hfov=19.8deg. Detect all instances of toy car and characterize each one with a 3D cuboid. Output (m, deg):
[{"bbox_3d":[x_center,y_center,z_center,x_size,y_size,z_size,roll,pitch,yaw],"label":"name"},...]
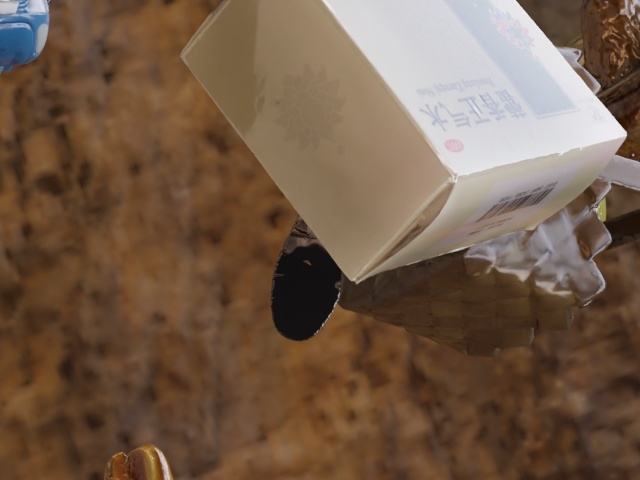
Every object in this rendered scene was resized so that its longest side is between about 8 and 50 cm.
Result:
[{"bbox_3d":[-0.430,-0.220,2.067,0.314,0.198,0.166,0,-83,51],"label":"toy car"}]

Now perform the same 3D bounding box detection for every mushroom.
[{"bbox_3d":[0.381,-0.201,2.165,0.263,0.195,0.283,3,-104,60],"label":"mushroom"}]

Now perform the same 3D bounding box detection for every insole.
[{"bbox_3d":[0.000,0.000,1.914,0.003,0.080,0.232,-123,-132,-64],"label":"insole"}]

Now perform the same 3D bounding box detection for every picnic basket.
[{"bbox_3d":[0.185,-0.037,1.781,0.254,0.321,0.291,-23,-119,49],"label":"picnic basket"}]

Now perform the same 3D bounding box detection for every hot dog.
[{"bbox_3d":[-0.244,0.411,2.517,0.072,0.115,0.269,82,0,-64],"label":"hot dog"}]

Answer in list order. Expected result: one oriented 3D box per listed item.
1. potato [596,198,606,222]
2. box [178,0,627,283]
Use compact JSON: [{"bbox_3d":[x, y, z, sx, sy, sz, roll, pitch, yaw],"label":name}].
[{"bbox_3d":[0.369,-0.036,2.578,0.120,0.081,0.149,58,23,-4],"label":"potato"},{"bbox_3d":[0.052,-0.079,1.030,0.095,0.212,0.168,-44,-106,31],"label":"box"}]
